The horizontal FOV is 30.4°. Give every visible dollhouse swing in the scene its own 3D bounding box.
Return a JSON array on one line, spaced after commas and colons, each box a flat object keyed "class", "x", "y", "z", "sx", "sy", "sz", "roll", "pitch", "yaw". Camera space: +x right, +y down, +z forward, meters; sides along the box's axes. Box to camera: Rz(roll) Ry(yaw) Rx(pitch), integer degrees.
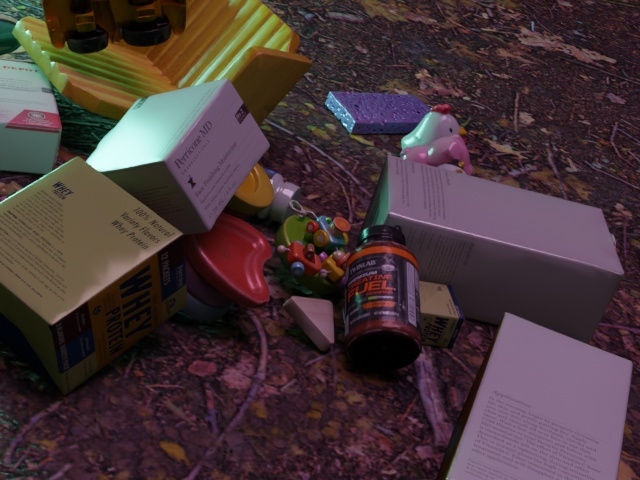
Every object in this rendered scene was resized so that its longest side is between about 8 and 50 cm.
[{"class": "dollhouse swing", "x": -0.273, "y": -0.345, "z": 1.967, "sx": 0.305, "sy": 0.315, "sz": 0.347, "roll": 35, "pitch": 9, "yaw": -49}]

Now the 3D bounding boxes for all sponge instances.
[{"class": "sponge", "x": 0.125, "y": -0.248, "z": 2.292, "sx": 0.210, "sy": 0.031, "sz": 0.117, "roll": -2, "pitch": 36, "yaw": -31}]

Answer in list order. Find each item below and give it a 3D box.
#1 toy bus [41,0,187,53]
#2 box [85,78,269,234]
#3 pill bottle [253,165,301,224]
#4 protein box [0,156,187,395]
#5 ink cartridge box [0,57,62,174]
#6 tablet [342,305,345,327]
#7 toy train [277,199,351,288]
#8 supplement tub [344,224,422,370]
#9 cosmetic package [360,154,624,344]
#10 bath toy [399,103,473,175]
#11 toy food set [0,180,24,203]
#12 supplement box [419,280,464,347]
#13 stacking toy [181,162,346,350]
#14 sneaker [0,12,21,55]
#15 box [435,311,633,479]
[{"class": "toy bus", "x": -0.340, "y": -0.405, "z": 1.891, "sx": 0.220, "sy": 0.149, "sz": 0.211, "roll": -11, "pitch": 29, "yaw": -12}, {"class": "box", "x": -0.197, "y": -0.104, "z": 1.557, "sx": 0.182, "sy": 0.119, "sz": 0.181, "roll": -7, "pitch": 38, "yaw": 38}, {"class": "pill bottle", "x": -0.105, "y": -0.081, "z": 1.849, "sx": 0.137, "sy": 0.078, "sz": 0.078, "roll": 23, "pitch": 31, "yaw": 9}, {"class": "protein box", "x": -0.304, "y": 0.039, "z": 1.436, "sx": 0.200, "sy": 0.136, "sz": 0.201, "roll": 34, "pitch": 53, "yaw": 26}, {"class": "ink cartridge box", "x": -0.495, "y": -0.198, "z": 1.820, "sx": 0.158, "sy": 0.092, "sz": 0.218, "roll": 4, "pitch": 34, "yaw": -22}, {"class": "tablet", "x": 0.059, "y": 0.123, "z": 1.674, "sx": 0.054, "sy": 0.006, "sz": 0.083, "roll": 11, "pitch": 30, "yaw": -11}, {"class": "toy train", "x": 0.000, "y": 0.000, "z": 1.686, "sx": 0.125, "sy": 0.046, "sz": 0.166, "roll": 35, "pitch": 30, "yaw": -23}, {"class": "supplement tub", "x": 0.085, "y": 0.074, "z": 1.621, "sx": 0.106, "sy": 0.106, "sz": 0.198, "roll": 11, "pitch": 49, "yaw": -12}, {"class": "cosmetic package", "x": 0.256, "y": 0.013, "z": 1.811, "sx": 0.365, "sy": 0.155, "sz": 0.197, "roll": 16, "pitch": 31, "yaw": -5}, {"class": "bath toy", "x": 0.200, "y": -0.132, "z": 2.046, "sx": 0.151, "sy": 0.129, "sz": 0.348, "roll": 18, "pitch": 29, "yaw": 1}, {"class": "toy food set", "x": -0.425, "y": -0.051, "z": 1.692, "sx": 0.122, "sy": 0.019, "sz": 0.078, "roll": 21, "pitch": 30, "yaw": -10}, {"class": "supplement box", "x": 0.152, "y": 0.105, "z": 1.702, "sx": 0.083, "sy": 0.056, "sz": 0.083, "roll": 9, "pitch": 32, "yaw": -16}, {"class": "stacking toy", "x": -0.106, "y": 0.038, "z": 1.678, "sx": 0.279, "sy": 0.130, "sz": 0.309, "roll": 39, "pitch": 29, "yaw": -16}, {"class": "sneaker", "x": -0.608, "y": -0.306, "z": 1.961, "sx": 0.275, "sy": 0.107, "sz": 0.110, "roll": -26, "pitch": 71, "yaw": -44}, {"class": "box", "x": 0.218, "y": 0.272, "z": 1.306, "sx": 0.168, "sy": 0.215, "sz": 0.345, "roll": 22, "pitch": 30, "yaw": 8}]
